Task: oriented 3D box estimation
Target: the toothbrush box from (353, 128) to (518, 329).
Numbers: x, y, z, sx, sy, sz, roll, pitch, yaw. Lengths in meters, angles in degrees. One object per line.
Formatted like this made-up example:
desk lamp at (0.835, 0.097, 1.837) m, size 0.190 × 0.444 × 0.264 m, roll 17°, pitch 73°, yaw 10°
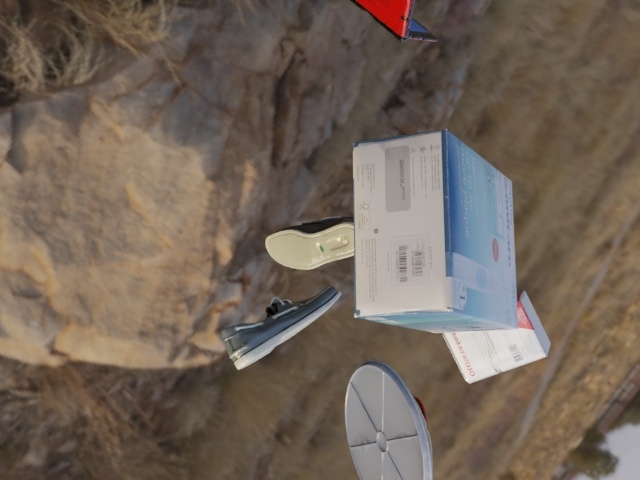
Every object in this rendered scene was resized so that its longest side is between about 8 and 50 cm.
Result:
toothbrush box at (0.155, 0.003, 1.204) m, size 0.295 × 0.126 × 0.216 m, roll 22°, pitch 66°, yaw -63°

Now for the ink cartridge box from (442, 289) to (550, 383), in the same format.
ink cartridge box at (0.272, 0.150, 1.455) m, size 0.135 × 0.099 × 0.056 m, roll -24°, pitch -174°, yaw 25°

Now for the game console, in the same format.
game console at (0.098, -0.345, 1.299) m, size 0.085 × 0.144 × 0.124 m, roll -32°, pitch 152°, yaw -26°

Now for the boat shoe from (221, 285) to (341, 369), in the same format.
boat shoe at (-0.085, 0.171, 2.120) m, size 0.319 × 0.099 × 0.116 m, roll -32°, pitch 171°, yaw -32°

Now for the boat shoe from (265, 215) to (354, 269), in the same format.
boat shoe at (0.000, 0.000, 1.746) m, size 0.233 × 0.084 × 0.079 m, roll -9°, pitch -161°, yaw 37°

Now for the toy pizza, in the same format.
toy pizza at (0.088, 0.244, 1.150) m, size 0.032 × 0.201 × 0.201 m, roll -9°, pitch 141°, yaw -25°
